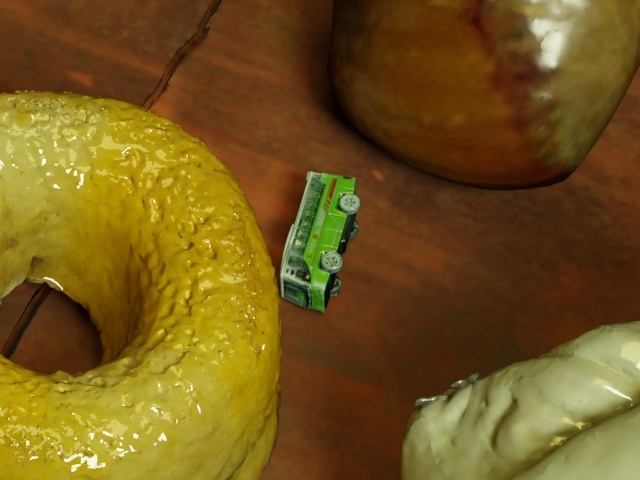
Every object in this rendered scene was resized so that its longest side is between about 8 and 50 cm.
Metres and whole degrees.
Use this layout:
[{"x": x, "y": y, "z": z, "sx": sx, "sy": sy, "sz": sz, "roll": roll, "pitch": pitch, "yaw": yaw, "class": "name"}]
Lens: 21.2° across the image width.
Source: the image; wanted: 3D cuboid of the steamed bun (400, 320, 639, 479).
[{"x": 0.217, "y": 0.129, "z": 0.824, "sx": 0.320, "sy": 0.275, "sz": 0.206, "roll": -23, "pitch": 71, "yaw": 18, "class": "steamed bun"}]

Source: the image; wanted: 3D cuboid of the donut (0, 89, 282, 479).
[{"x": -0.140, "y": 0.037, "z": 0.894, "sx": 0.277, "sy": 0.108, "sz": 0.278, "roll": 8, "pitch": 54, "yaw": -11, "class": "donut"}]

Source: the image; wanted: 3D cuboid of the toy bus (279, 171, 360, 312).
[{"x": 0.000, "y": 0.000, "z": 0.997, "sx": 0.037, "sy": 0.031, "sz": 0.083, "roll": 12, "pitch": 56, "yaw": 7, "class": "toy bus"}]

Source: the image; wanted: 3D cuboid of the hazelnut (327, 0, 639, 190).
[{"x": 0.101, "y": -0.139, "z": 1.013, "sx": 0.210, "sy": 0.186, "sz": 0.210, "roll": 3, "pitch": 75, "yaw": -10, "class": "hazelnut"}]
